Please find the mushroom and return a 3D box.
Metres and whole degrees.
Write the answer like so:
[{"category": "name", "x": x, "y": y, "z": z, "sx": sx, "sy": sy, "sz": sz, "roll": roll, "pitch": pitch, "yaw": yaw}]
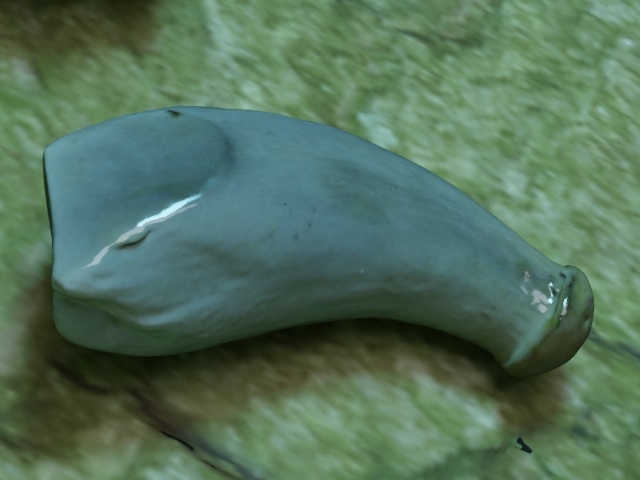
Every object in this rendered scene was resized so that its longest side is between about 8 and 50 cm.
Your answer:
[{"category": "mushroom", "x": 0.000, "y": 0.000, "z": 0.821, "sx": 0.270, "sy": 0.103, "sz": 0.118, "roll": 4, "pitch": 59, "yaw": -23}]
